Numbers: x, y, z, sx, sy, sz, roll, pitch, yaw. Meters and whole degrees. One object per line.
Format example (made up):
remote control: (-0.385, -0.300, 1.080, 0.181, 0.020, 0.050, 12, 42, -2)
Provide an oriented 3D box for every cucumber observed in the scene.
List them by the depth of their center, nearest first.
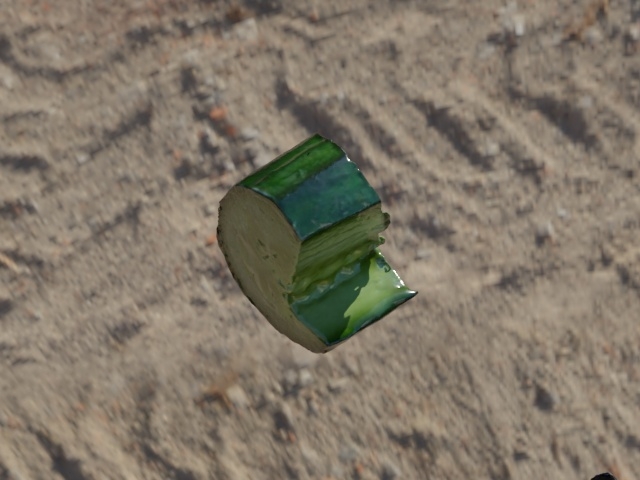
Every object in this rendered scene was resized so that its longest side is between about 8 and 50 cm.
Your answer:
cucumber: (-0.007, -0.007, 1.418, 0.130, 0.191, 0.191, -35, 56, -23)

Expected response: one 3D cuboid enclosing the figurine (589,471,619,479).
figurine: (0.273, 0.329, 1.322, 0.145, 0.145, 0.222, 15, 68, 21)
